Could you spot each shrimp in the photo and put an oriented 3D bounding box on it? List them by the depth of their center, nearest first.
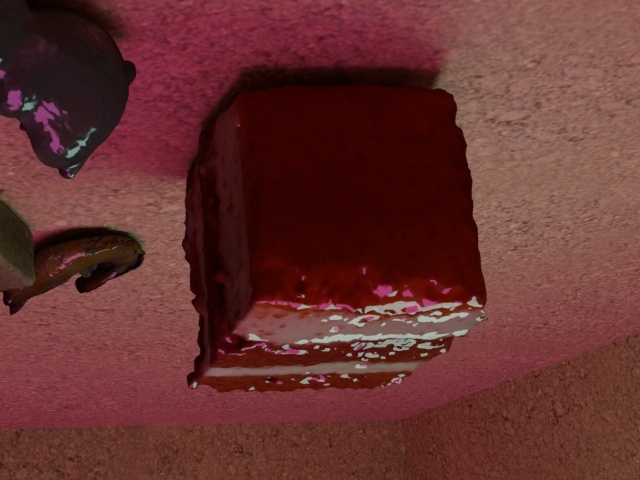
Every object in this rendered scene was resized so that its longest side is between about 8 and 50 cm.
[{"bbox_3d":[-0.348,0.044,1.438,0.173,0.058,0.253,0,160,-44],"label":"shrimp"}]

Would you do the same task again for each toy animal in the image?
[{"bbox_3d":[-0.259,-0.162,0.814,0.125,0.127,0.251,9,158,26],"label":"toy animal"}]

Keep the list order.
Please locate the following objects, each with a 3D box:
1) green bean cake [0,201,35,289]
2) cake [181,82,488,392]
[{"bbox_3d":[-0.425,0.004,1.239,0.109,0.085,0.179,-7,162,2],"label":"green bean cake"},{"bbox_3d":[0.000,0.000,1.101,0.270,0.270,0.319,1,157,-19],"label":"cake"}]
